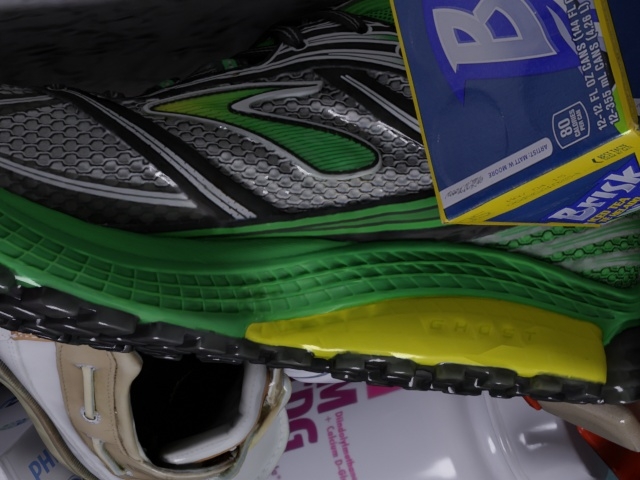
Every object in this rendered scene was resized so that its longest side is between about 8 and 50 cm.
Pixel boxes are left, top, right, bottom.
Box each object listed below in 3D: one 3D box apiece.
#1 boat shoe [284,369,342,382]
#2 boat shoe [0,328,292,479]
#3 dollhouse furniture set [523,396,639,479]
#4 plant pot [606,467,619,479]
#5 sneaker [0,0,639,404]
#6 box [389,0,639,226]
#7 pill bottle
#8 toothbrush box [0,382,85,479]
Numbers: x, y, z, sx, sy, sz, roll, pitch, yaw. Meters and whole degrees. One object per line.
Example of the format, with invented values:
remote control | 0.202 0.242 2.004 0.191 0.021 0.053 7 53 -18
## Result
boat shoe | 0.000 0.000 0.917 0.084 0.095 0.258 -4 153 -20
boat shoe | -0.073 0.072 0.900 0.103 0.113 0.302 25 170 28
dollhouse furniture set | 0.190 0.091 1.186 0.262 0.135 0.259 -54 147 -8
plant pot | 0.274 0.205 1.516 0.334 0.341 0.341 -16 168 43
sneaker | -0.034 -0.025 0.716 0.344 0.146 0.134 8 173 -21
box | 0.044 -0.090 0.414 0.054 0.169 0.059 0 161 -41
pill bottle | 0.052 0.147 1.359 0.283 0.160 0.160 -19 165 18
toothbrush box | -0.220 0.164 1.083 0.296 0.126 0.216 -22 -167 25
